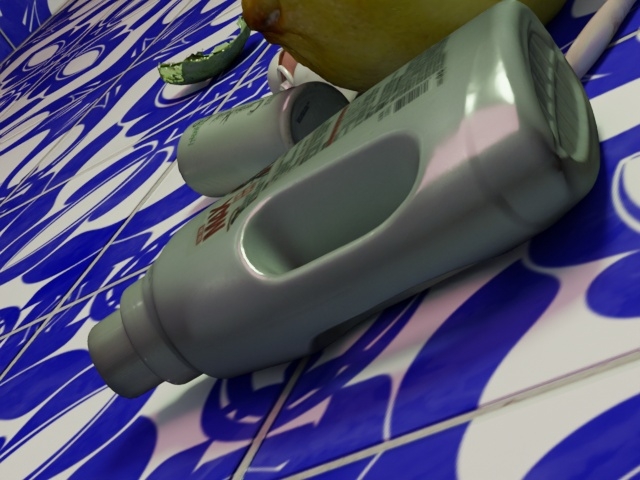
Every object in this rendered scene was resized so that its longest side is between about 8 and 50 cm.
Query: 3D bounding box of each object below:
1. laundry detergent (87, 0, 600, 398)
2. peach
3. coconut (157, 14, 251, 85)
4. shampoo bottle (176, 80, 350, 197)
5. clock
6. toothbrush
[{"bbox_3d":[0.000,0.000,1.179,0.398,0.125,0.264,-32,18,19],"label":"laundry detergent"},{"bbox_3d":[0.081,-0.284,1.501,0.281,0.314,0.316,92,-159,-72],"label":"peach"},{"bbox_3d":[-0.149,-0.252,2.262,0.158,0.055,0.133,-31,19,21],"label":"coconut"},{"bbox_3d":[-0.068,-0.091,1.618,0.085,0.085,0.262,-45,18,-28],"label":"shampoo bottle"},{"bbox_3d":[0.019,-0.201,1.740,0.162,0.093,0.166,-42,18,-8],"label":"clock"},{"bbox_3d":[0.260,-0.207,1.394,0.029,0.025,0.307,-10,29,40],"label":"toothbrush"}]
